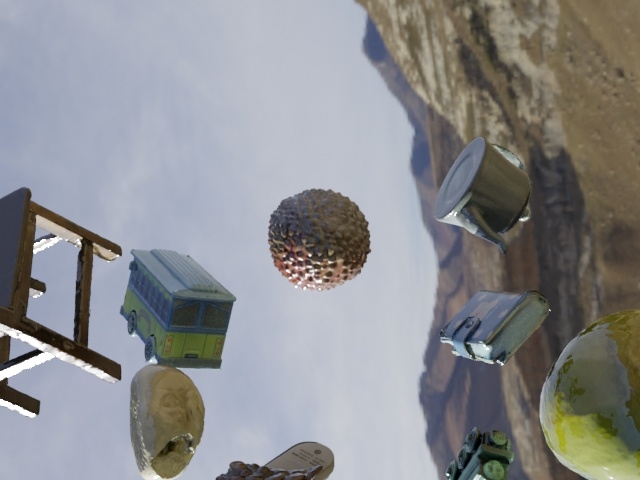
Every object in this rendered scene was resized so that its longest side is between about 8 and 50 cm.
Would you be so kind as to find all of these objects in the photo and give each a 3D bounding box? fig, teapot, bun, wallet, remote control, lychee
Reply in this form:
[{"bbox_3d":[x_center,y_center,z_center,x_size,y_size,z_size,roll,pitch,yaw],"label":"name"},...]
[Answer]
[{"bbox_3d":[0.349,0.194,0.950,0.207,0.207,0.230,-87,7,-46],"label":"fig"},{"bbox_3d":[0.305,-0.083,1.479,0.162,0.149,0.239,-55,12,46],"label":"teapot"},{"bbox_3d":[-0.261,0.317,1.464,0.193,0.127,0.178,-115,31,-49],"label":"bun"},{"bbox_3d":[0.284,0.139,1.416,0.059,0.141,0.202,45,169,-9],"label":"wallet"},{"bbox_3d":[-0.072,0.356,1.209,0.245,0.077,0.022,-23,-56,-44],"label":"remote control"},{"bbox_3d":[0.000,0.000,1.305,0.197,0.165,0.165,39,-136,-61],"label":"lychee"}]

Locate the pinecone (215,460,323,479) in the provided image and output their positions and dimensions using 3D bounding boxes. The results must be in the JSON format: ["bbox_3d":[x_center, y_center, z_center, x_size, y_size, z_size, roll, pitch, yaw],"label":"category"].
[{"bbox_3d":[-0.081,0.375,1.016,0.201,0.228,0.202,59,156,32],"label":"pinecone"}]

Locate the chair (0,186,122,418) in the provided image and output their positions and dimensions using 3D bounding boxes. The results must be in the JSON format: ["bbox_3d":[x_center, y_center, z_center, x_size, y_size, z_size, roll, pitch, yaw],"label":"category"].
[{"bbox_3d":[-0.475,0.048,1.137,0.416,0.203,0.241,42,-147,-49],"label":"chair"}]

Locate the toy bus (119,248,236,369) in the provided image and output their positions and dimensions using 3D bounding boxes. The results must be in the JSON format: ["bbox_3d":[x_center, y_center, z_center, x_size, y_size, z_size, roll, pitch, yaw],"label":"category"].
[{"bbox_3d":[-0.317,0.145,1.832,0.312,0.152,0.190,32,111,57],"label":"toy bus"}]

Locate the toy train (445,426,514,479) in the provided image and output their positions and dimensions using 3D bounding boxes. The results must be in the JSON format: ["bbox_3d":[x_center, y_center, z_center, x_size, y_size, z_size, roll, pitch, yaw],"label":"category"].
[{"bbox_3d":[0.234,0.355,1.256,0.111,0.071,0.170,-78,4,-47],"label":"toy train"}]
